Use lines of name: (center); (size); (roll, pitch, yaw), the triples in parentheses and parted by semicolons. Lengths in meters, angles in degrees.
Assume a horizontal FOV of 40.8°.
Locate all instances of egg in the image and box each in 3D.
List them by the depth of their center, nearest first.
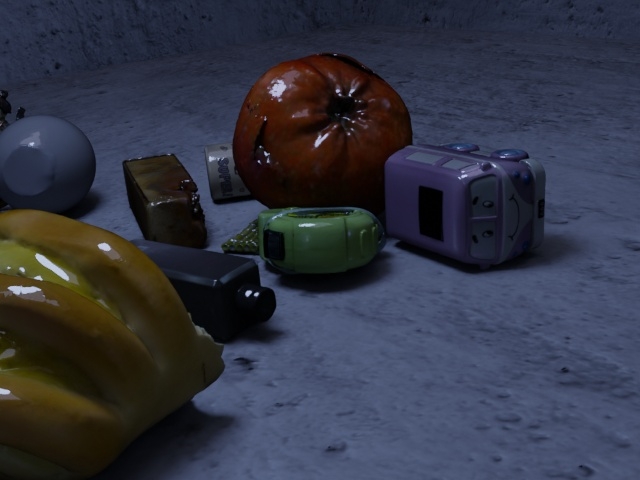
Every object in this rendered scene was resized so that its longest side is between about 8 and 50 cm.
egg: (-0.482, -0.134, 1.511); (0.176, 0.176, 0.232); (-5, 15, 3)

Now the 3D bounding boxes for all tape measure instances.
tape measure: (0.000, 0.000, 1.141); (0.177, 0.088, 0.154); (-3, 8, 3)

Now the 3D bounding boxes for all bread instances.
bread: (-0.284, 0.092, 0.800); (0.315, 0.212, 0.270); (7, 24, 38)

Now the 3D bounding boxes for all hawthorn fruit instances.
hawthorn fruit: (-0.014, -0.142, 1.324); (0.276, 0.276, 0.307); (-15, -2, -23)

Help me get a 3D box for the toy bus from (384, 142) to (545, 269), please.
toy bus: (0.192, -0.051, 1.161); (0.142, 0.142, 0.202); (-12, 19, -33)

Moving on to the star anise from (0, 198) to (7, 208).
star anise: (-0.636, -0.071, 1.563); (0.167, 0.057, 0.168); (-4, 11, 1)

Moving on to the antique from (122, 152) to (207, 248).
antique: (-0.254, -0.065, 1.394); (0.093, 0.088, 0.310); (-10, 20, -16)

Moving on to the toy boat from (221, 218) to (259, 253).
toy boat: (-0.096, -0.007, 1.291); (0.063, 0.016, 0.115); (2, 22, 22)

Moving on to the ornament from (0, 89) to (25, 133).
ornament: (-0.612, -0.195, 1.690); (0.166, 0.196, 0.153); (-12, 20, -13)

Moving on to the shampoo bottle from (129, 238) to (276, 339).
shampoo bottle: (-0.160, 0.058, 1.041); (0.246, 0.079, 0.080); (9, 26, 35)

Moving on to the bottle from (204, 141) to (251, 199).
bottle: (-0.093, -0.128, 1.505); (0.209, 0.097, 0.110); (-8, 32, -7)
